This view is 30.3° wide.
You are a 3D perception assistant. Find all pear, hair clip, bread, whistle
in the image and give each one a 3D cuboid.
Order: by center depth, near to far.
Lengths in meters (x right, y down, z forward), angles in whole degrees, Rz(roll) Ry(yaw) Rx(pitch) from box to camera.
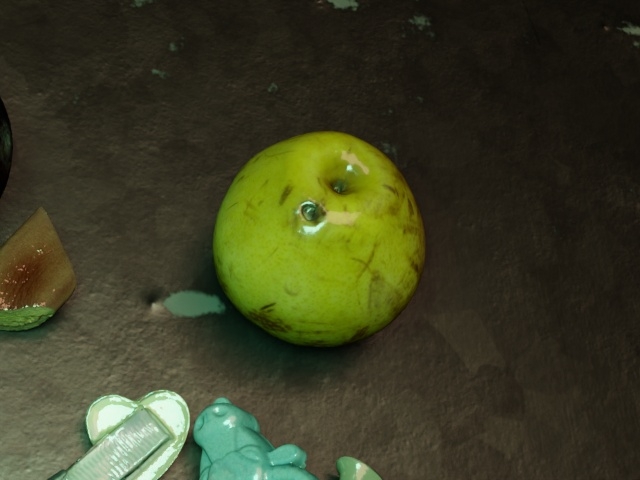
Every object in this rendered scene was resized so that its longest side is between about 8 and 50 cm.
[{"bbox_3d":[-0.232,0.263,1.364,0.218,0.071,0.159,-41,86,-27],"label":"hair clip"},{"bbox_3d":[-0.081,0.299,1.366,0.186,0.093,0.274,-31,55,12],"label":"whistle"},{"bbox_3d":[-0.360,0.053,1.436,0.119,0.067,0.192,32,54,9],"label":"bread"},{"bbox_3d":[0.000,0.000,1.484,0.280,0.281,0.281,9,59,-15],"label":"pear"}]

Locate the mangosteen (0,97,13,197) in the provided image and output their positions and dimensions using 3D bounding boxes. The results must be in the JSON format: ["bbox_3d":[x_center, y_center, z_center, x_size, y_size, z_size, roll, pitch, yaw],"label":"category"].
[{"bbox_3d":[-0.506,-0.104,1.326,0.297,0.297,0.313,34,17,1],"label":"mangosteen"}]

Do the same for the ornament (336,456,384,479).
[{"bbox_3d":[0.016,0.339,1.408,0.075,0.081,0.156,46,48,-17],"label":"ornament"}]
